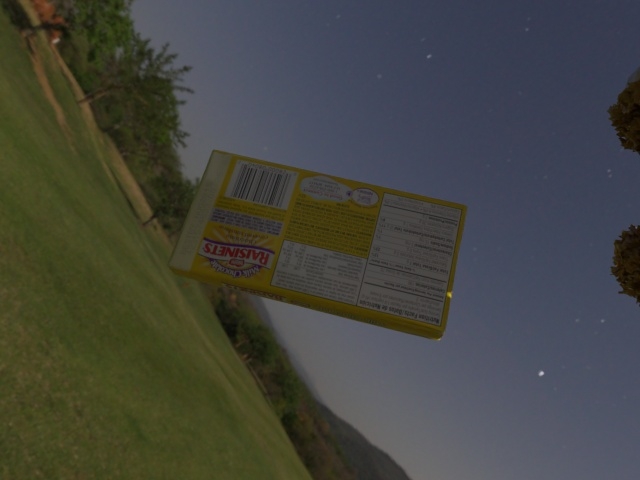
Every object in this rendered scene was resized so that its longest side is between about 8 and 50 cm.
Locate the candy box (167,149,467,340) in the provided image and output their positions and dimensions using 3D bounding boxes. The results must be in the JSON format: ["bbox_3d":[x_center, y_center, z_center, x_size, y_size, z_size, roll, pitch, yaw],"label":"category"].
[{"bbox_3d":[0.000,0.000,0.450,0.206,0.105,0.027,14,-21,7],"label":"candy box"}]

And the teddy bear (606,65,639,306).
[{"bbox_3d":[0.289,-0.008,0.357,0.113,0.245,0.338,17,43,-34],"label":"teddy bear"}]
